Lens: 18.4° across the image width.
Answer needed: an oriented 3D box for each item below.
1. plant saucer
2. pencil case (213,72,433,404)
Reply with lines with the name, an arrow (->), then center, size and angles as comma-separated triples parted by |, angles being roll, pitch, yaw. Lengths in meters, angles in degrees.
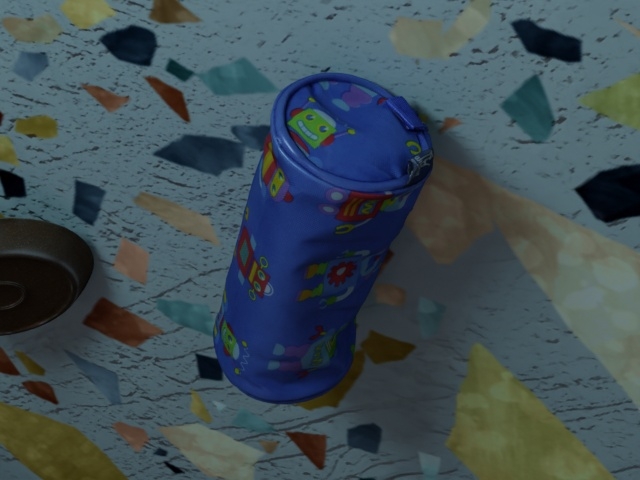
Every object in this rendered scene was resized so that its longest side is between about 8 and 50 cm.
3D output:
plant saucer -> -0.278, 0.038, 1.709 | 0.168, 0.029, 0.168 | -9, 149, -5
pencil case -> 0.000, 0.000, 1.523 | 0.119, 0.133, 0.306 | 60, 151, 28
